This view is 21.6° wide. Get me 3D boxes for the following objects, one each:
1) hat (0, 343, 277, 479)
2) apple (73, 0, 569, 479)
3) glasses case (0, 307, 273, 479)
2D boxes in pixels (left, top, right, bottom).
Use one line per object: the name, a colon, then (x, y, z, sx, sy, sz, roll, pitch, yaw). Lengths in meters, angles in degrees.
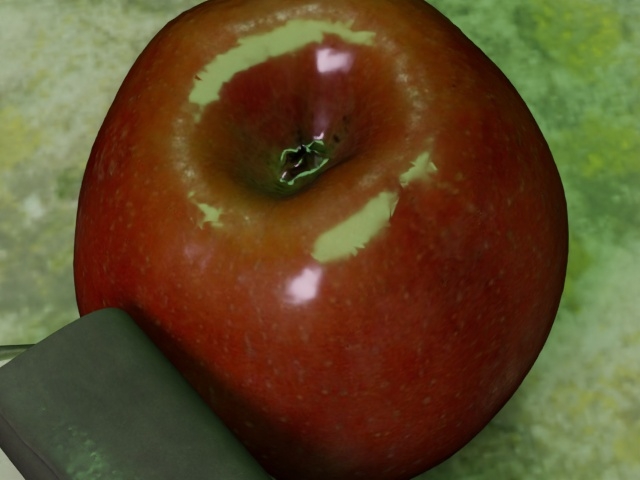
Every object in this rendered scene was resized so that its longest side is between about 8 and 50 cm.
hat: (-0.107, 0.197, 0.655, 0.301, 0.168, 0.258, 36, 50, 15)
apple: (0.000, 0.000, 0.738, 0.218, 0.201, 0.218, -3, 64, 6)
glasses case: (-0.044, 0.108, 0.611, 0.072, 0.042, 0.190, -32, 65, -26)
